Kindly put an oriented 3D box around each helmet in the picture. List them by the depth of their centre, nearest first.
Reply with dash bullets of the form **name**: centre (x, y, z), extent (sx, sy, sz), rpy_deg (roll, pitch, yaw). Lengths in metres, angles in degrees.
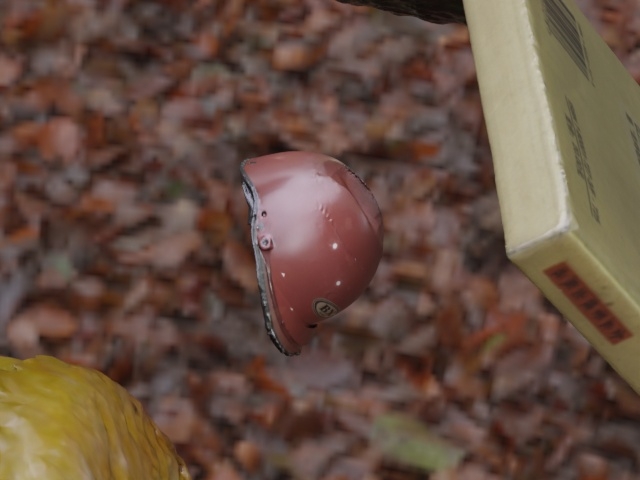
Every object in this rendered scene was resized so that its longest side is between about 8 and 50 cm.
- **helmet**: centre (0.001, 0.001, 0.771), extent (0.049, 0.065, 0.084), rpy_deg (-15, 71, 13)

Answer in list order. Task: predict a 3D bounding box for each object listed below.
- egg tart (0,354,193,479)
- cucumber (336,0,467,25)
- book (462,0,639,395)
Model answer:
- **egg tart**: centre (-0.139, 0.201, 0.880), extent (0.178, 0.443, 0.443), rpy_deg (-22, 31, 12)
- **cucumber**: centre (-0.021, -0.184, 1.181), extent (0.293, 0.067, 0.067), rpy_deg (11, 32, -1)
- **book**: centre (0.123, 0.013, 0.668), extent (0.026, 0.231, 0.161), rpy_deg (-30, 37, 22)
